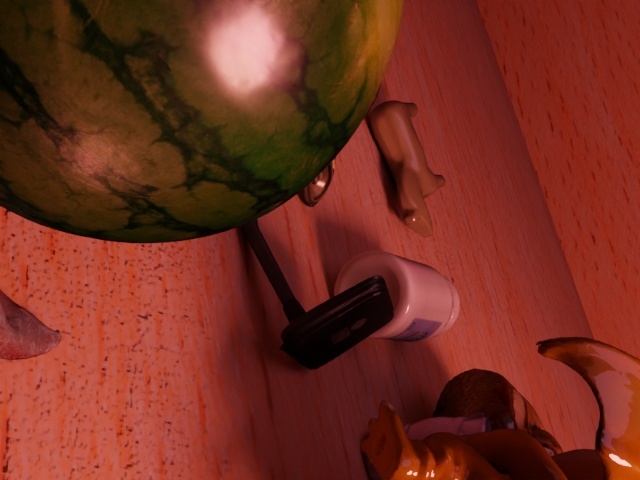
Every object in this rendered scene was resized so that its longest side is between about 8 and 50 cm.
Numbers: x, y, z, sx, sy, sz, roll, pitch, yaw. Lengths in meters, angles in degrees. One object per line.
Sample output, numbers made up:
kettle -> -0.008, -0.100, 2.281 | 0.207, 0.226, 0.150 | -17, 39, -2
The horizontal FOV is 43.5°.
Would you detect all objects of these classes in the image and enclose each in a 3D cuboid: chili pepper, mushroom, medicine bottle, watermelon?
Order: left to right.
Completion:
chili pepper -> -0.207, 0.035, 0.464 | 0.153, 0.041, 0.050 | 60, 39, -56
watermelon -> -0.114, -0.169, 0.488 | 0.363, 0.363, 0.363 | 46, 30, -38
medicine bottle -> 0.100, 0.073, 0.991 | 0.187, 0.103, 0.102 | 17, 53, -61
mushroom -> 0.225, 0.278, 0.989 | 0.253, 0.153, 0.253 | 57, 14, -22

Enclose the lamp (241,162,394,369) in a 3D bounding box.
lamp -> -0.007, 0.000, 0.865 | 0.203, 0.125, 0.283 | 65, 9, -63

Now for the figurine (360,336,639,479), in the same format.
figurine -> 0.186, 0.316, 0.647 | 0.387, 0.268, 0.400 | 25, 68, -21

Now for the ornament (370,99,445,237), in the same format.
ornament -> 0.146, -0.120, 1.318 | 0.230, 0.061, 0.245 | 68, 22, -1

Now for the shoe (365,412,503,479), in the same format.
shoe -> 0.150, 0.298, 0.845 | 0.095, 0.138, 0.244 | -10, 77, -62

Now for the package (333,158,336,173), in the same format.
package -> -0.003, -0.162, 1.086 | 0.120, 0.031, 0.108 | 58, 25, -30
